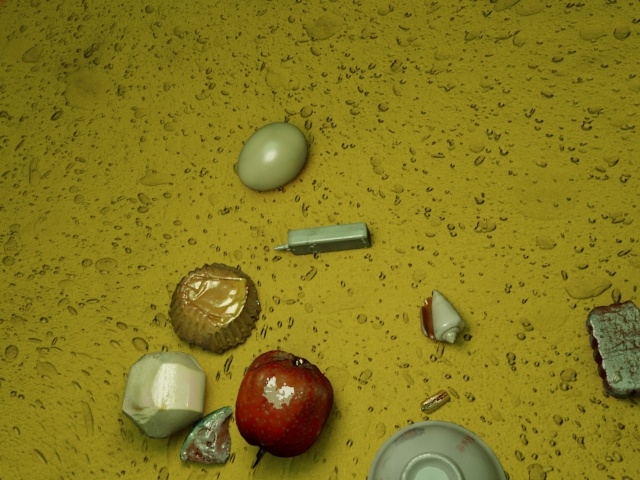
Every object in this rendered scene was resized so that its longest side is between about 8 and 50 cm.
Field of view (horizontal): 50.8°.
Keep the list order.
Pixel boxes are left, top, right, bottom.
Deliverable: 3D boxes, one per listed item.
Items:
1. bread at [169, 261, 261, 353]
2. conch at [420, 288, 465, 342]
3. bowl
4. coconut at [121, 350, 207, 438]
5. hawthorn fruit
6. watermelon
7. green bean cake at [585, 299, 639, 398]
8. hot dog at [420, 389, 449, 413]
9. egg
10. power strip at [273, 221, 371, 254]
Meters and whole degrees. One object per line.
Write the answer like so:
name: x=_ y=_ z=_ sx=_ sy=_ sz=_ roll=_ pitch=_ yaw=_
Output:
bread: x=-0.310 y=0.177 z=1.928 sx=0.274 sy=0.149 sz=0.274 roll=-3 pitch=62 yaw=6
conch: x=0.315 y=0.203 z=1.792 sx=0.104 sy=0.094 sz=0.176 roll=-51 pitch=51 yaw=33
bowl: x=0.268 y=0.585 z=1.591 sx=0.345 sy=0.157 sz=0.346 roll=-6 pitch=64 yaw=12
coconut: x=-0.417 y=0.418 z=1.807 sx=0.241 sy=0.241 sz=0.241 roll=-5 pitch=65 yaw=12
hawthorn fruit: x=-0.112 y=0.440 z=1.714 sx=0.254 sy=0.254 sz=0.300 roll=28 pitch=91 yaw=24
watermelon: x=-0.292 y=0.533 z=1.805 sx=0.139 sy=0.071 sz=0.187 roll=41 pitch=80 yaw=22
green bean cake: x=0.767 y=0.265 z=1.646 sx=0.198 sy=0.097 sz=0.233 roll=-15 pitch=63 yaw=8
hot dog: x=0.293 y=0.415 z=1.738 sx=0.083 sy=0.021 sz=0.037 roll=-34 pitch=61 yaw=-5
egg: x=-0.147 y=-0.254 z=2.063 sx=0.242 sy=0.186 sz=0.186 roll=-45 pitch=64 yaw=-3
power strip: x=0.000 y=0.000 z=1.961 sx=0.287 sy=0.093 sz=0.053 roll=-6 pitch=68 yaw=11
